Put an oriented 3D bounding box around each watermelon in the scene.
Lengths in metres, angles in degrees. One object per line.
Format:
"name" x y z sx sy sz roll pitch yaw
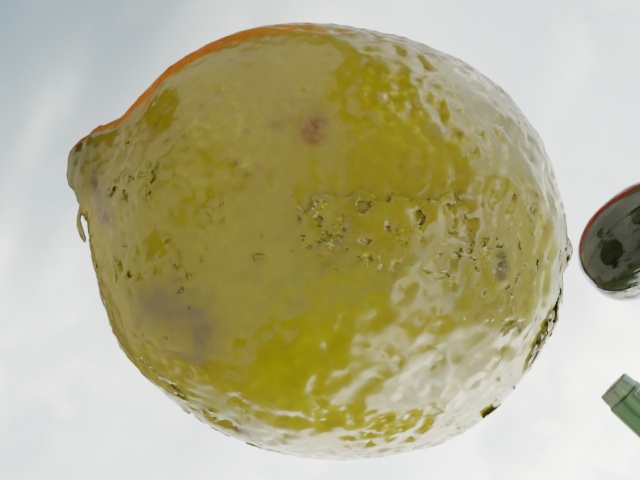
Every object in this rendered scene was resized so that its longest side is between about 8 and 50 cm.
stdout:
"watermelon" 0.233 -0.003 1.236 0.110 0.078 0.078 -38 -164 -23

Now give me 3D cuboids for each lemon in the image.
"lemon" 0.000 0.000 1.019 0.258 0.310 0.258 -165 -90 -78

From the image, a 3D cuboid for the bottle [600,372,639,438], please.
"bottle" 0.234 0.129 1.199 0.030 0.083 0.030 -46 172 -8
